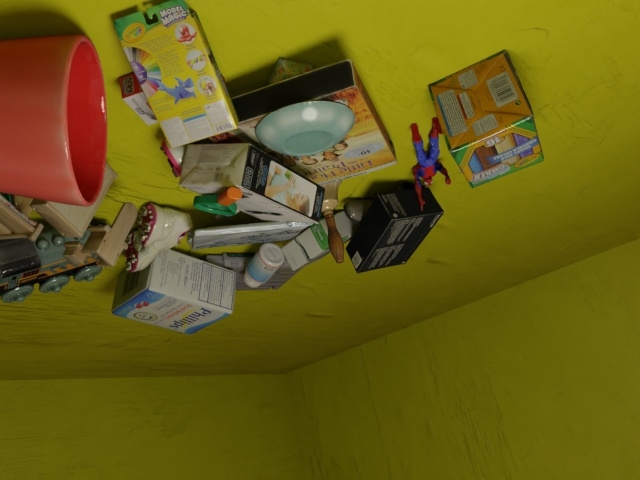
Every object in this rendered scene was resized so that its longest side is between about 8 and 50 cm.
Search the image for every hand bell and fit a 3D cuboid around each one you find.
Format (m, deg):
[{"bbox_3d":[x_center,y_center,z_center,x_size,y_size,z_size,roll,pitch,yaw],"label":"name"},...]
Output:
[{"bbox_3d":[0.023,-0.054,1.444,0.126,0.242,0.126,-10,158,-4],"label":"hand bell"}]

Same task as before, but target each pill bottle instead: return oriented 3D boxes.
[{"bbox_3d":[-0.186,0.083,1.759,0.087,0.087,0.160,4,144,-35],"label":"pill bottle"}]

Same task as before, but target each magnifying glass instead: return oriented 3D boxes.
[{"bbox_3d":[-0.199,-0.079,1.106,0.092,0.026,0.231,14,173,-21],"label":"magnifying glass"}]

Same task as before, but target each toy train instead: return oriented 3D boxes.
[{"bbox_3d":[-0.672,0.043,1.365,0.334,0.142,0.190,-19,165,-41],"label":"toy train"}]

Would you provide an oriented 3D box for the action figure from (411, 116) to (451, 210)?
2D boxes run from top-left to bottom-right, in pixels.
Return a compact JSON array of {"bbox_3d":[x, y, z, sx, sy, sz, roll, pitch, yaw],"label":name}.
[{"bbox_3d":[0.287,-0.183,1.429,0.091,0.139,0.280,-15,160,6],"label":"action figure"}]

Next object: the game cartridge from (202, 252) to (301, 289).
[{"bbox_3d":[-0.263,0.112,1.926,0.355,0.068,0.230,2,149,-32],"label":"game cartridge"}]

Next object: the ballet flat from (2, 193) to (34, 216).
[{"bbox_3d":[-0.735,-0.044,1.279,0.232,0.080,0.073,-27,165,31],"label":"ballet flat"}]

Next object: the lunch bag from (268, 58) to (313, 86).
[{"bbox_3d":[-0.060,-0.303,1.058,0.071,0.053,0.083,-2,148,-30],"label":"lunch bag"}]

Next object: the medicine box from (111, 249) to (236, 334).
[{"bbox_3d":[-0.460,0.166,1.738,0.289,0.149,0.263,24,143,-34],"label":"medicine box"}]

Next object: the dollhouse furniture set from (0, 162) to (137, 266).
[{"bbox_3d":[-0.624,-0.090,1.175,0.355,0.174,0.303,-2,143,24],"label":"dollhouse furniture set"}]

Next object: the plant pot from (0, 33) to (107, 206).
[{"bbox_3d":[-0.486,-0.188,0.861,0.243,0.275,0.275,1,155,-10],"label":"plant pot"}]

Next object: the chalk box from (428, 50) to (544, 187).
[{"bbox_3d":[0.386,-0.250,1.256,0.179,0.180,0.289,-21,155,19],"label":"chalk box"}]

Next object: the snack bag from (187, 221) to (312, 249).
[{"bbox_3d":[-0.211,-0.021,1.549,0.323,0.037,0.342,-5,174,-13],"label":"snack bag"}]

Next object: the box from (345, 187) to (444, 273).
[{"bbox_3d":[0.209,-0.027,1.599,0.184,0.103,0.261,-7,147,-27],"label":"box"}]

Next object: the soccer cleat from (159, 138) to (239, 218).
[{"bbox_3d":[-0.239,-0.162,1.250,0.143,0.116,0.331,-31,158,1],"label":"soccer cleat"}]

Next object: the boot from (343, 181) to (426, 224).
[{"bbox_3d":[0.195,-0.122,1.614,0.246,0.083,0.161,-2,149,-39],"label":"boot"}]

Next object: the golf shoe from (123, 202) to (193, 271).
[{"bbox_3d":[-0.449,0.006,1.508,0.140,0.115,0.306,0,156,-35],"label":"golf shoe"}]

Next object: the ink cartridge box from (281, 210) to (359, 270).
[{"bbox_3d":[0.000,0.000,1.704,0.153,0.087,0.208,-22,170,-47],"label":"ink cartridge box"}]

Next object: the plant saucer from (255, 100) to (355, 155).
[{"bbox_3d":[-0.026,-0.201,1.049,0.195,0.037,0.195,-9,164,-2],"label":"plant saucer"}]

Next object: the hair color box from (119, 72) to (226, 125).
[{"bbox_3d":[-0.265,-0.278,1.003,0.167,0.053,0.093,-18,158,7],"label":"hair color box"}]

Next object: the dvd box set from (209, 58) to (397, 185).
[{"bbox_3d":[-0.021,-0.217,1.185,0.307,0.062,0.420,-14,165,14],"label":"dvd box set"}]

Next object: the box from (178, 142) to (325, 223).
[{"bbox_3d":[-0.135,-0.114,1.168,0.169,0.087,0.290,5,170,32],"label":"box"}]

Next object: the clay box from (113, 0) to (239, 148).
[{"bbox_3d":[-0.236,-0.277,0.918,0.127,0.053,0.222,-15,120,6],"label":"clay box"}]
